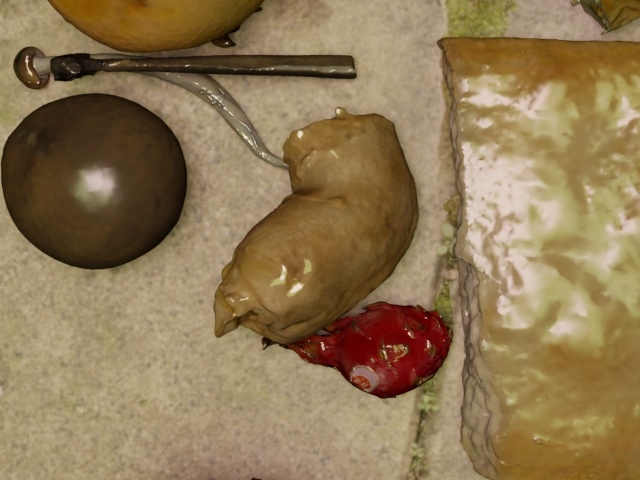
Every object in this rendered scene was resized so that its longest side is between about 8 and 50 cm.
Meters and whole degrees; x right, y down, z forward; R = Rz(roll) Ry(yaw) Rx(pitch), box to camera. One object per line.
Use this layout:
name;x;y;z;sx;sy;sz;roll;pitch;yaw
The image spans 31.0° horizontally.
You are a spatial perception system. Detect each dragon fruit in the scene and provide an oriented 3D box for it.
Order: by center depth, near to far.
dragon fruit;0.034;0.110;1.118;0.190;0.094;0.094;-5;91;12

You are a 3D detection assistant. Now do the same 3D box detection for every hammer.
hammer;-0.105;-0.165;1.095;0.297;0.125;0.027;-3;101;-16

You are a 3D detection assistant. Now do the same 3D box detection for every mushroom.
mushroom;-0.157;-0.144;1.147;0.306;0.043;0.068;16;110;2

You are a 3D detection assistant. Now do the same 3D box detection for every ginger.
ginger;0.000;0.000;1.085;0.152;0.138;0.267;31;67;-1

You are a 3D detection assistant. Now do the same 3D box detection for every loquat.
loquat;-0.146;-0.278;1.057;0.243;0.244;0.244;0;91;3

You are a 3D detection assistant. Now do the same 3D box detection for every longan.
longan;-0.214;-0.057;1.091;0.187;0.167;0.167;29;93;22

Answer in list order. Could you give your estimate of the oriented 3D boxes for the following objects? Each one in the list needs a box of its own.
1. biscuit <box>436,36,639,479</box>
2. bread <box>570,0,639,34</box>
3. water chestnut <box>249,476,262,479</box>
biscuit;0.320;0.030;1.087;0.446;0.104;0.430;4;91;4
bread;0.360;-0.295;1.088;0.269;0.098;0.087;-27;131;3
water chestnut;-0.047;0.377;1.025;0.346;0.335;0.335;20;92;-30
